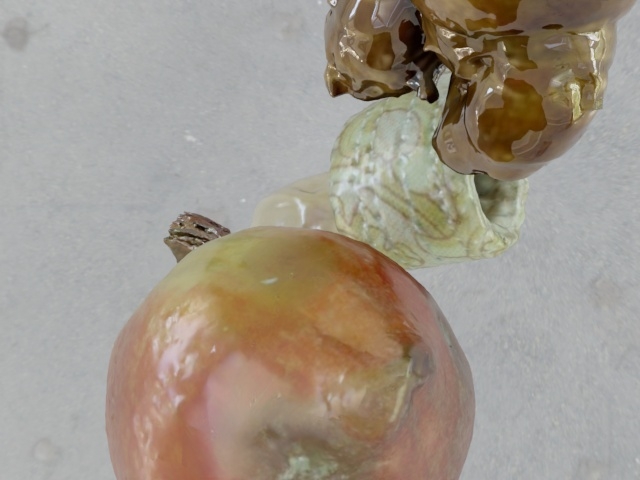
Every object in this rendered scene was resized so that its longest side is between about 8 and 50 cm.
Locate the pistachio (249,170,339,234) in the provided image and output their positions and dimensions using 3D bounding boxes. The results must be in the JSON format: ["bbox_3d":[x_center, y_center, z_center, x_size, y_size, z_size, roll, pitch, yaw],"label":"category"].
[{"bbox_3d":[0.000,0.000,1.281,0.226,0.332,0.208,27,69,-23],"label":"pistachio"}]

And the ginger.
[{"bbox_3d":[0.080,-0.198,0.537,0.152,0.274,0.357,-27,45,-18],"label":"ginger"}]

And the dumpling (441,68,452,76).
[{"bbox_3d":[0.187,-0.310,1.566,0.332,0.086,0.166,44,99,12],"label":"dumpling"}]

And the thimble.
[{"bbox_3d":[0.099,-0.068,0.749,0.143,0.137,0.191,-11,67,39],"label":"thimble"}]

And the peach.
[{"bbox_3d":[-0.010,0.097,0.493,0.256,0.232,0.232,-19,89,55],"label":"peach"}]

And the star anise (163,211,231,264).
[{"bbox_3d":[-0.103,0.045,1.075,0.288,0.288,0.088,40,102,8],"label":"star anise"}]
